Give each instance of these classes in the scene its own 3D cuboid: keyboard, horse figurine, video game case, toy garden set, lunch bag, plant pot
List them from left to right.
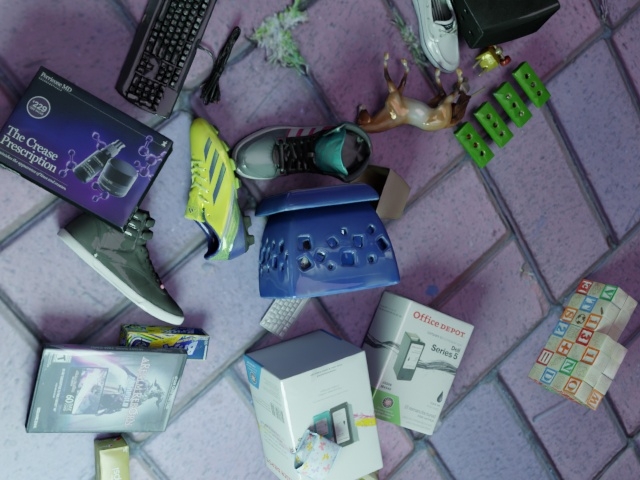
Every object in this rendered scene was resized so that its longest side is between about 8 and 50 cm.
[{"bbox_3d":[-0.409,0.288,1.662,0.274,0.026,0.196,7,116,-27],"label":"video game case"},{"bbox_3d":[-0.251,-0.384,1.670,0.202,0.033,0.317,22,89,-28],"label":"keyboard"},{"bbox_3d":[-0.036,0.090,1.865,0.072,0.014,0.256,38,81,-27],"label":"keyboard"},{"bbox_3d":[-0.010,0.422,1.686,0.071,0.053,0.083,32,74,-29],"label":"lunch bag"},{"bbox_3d":[0.000,0.000,1.742,0.236,0.236,0.212,-9,91,-21],"label":"plant pot"},{"bbox_3d":[0.129,-0.099,1.874,0.096,0.109,0.108,20,88,-41],"label":"plant pot"},{"bbox_3d":[0.213,-0.301,1.879,0.264,0.066,0.174,10,89,-16],"label":"horse figurine"},{"bbox_3d":[0.386,-0.326,1.996,0.244,0.049,0.204,-45,111,-8],"label":"toy garden set"},{"bbox_3d":[0.379,-0.520,1.873,0.167,0.187,0.188,-30,89,-3],"label":"plant pot"}]

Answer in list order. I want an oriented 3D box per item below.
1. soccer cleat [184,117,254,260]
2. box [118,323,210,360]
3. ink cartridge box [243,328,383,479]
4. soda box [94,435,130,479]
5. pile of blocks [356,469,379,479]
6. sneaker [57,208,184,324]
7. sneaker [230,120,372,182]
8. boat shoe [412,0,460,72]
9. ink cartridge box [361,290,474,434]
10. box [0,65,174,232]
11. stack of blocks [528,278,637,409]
[{"bbox_3d":[-0.218,-0.095,1.699,0.121,0.093,0.289,-19,106,-16],"label":"soccer cleat"},{"bbox_3d":[-0.310,0.202,1.716,0.169,0.059,0.054,6,99,-28],"label":"box"},{"bbox_3d":[-0.015,0.359,1.814,0.197,0.198,0.269,-16,106,-25],"label":"ink cartridge box"},{"bbox_3d":[-0.410,0.484,1.708,0.058,0.061,0.181,-5,100,-26],"label":"soda box"},{"bbox_3d":[0.054,0.677,1.928,0.113,0.149,0.362,38,80,-26],"label":"pile of blocks"},{"bbox_3d":[-0.339,0.031,1.647,0.296,0.104,0.147,44,83,-21],"label":"sneaker"},{"bbox_3d":[-0.017,-0.173,1.738,0.296,0.178,0.123,-12,104,-25],"label":"sneaker"},{"bbox_3d":[0.259,-0.472,1.890,0.083,0.076,0.226,-34,112,-18],"label":"boat shoe"},{"bbox_3d":[0.199,0.275,1.957,0.198,0.115,0.272,23,87,-28],"label":"ink cartridge box"},{"bbox_3d":[-0.419,-0.158,1.532,0.261,0.103,0.184,29,79,-8],"label":"box"},{"bbox_3d":[0.672,0.255,2.165,0.087,0.171,0.297,35,81,-27],"label":"stack of blocks"}]
